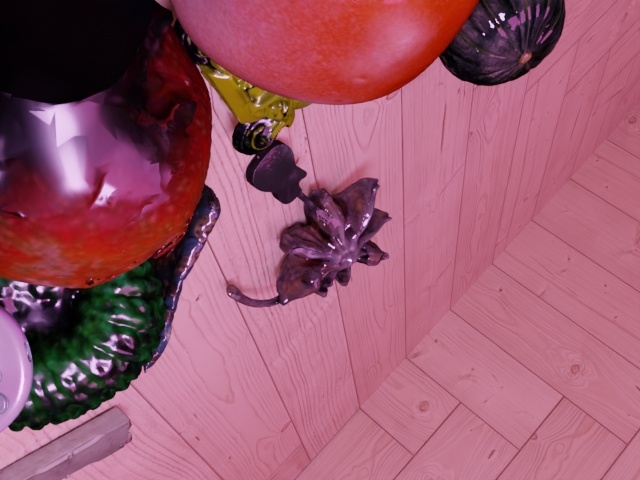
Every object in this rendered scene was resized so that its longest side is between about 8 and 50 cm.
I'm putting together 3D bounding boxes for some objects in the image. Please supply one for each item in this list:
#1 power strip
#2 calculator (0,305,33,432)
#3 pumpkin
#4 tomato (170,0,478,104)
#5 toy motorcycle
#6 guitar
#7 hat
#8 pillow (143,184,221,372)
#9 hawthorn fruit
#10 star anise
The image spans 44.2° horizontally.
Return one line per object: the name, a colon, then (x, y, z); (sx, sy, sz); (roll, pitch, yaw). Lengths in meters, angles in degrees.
power strip: (-0.444, 0.375, 1.340); (0.286, 0.048, 0.080); (-26, 144, -45)
calculator: (-0.446, 0.150, 0.820); (0.299, 0.185, 0.041); (-15, -178, 3)
pumpkin: (0.321, -0.405, 1.440); (0.250, 0.216, 0.250); (-20, 172, -3)
tomato: (0.001, -0.279, 0.730); (0.321, 0.321, 0.321); (-41, 154, -25)
toy motorcycle: (-0.068, -0.242, 1.032); (0.206, 0.142, 0.342); (-50, 158, -8)
guitar: (-0.041, -0.085, 1.359); (0.088, 0.025, 0.233); (-52, 137, -3)
hat: (-0.332, 0.108, 1.010); (0.274, 0.242, 0.332); (-21, 173, -11)
pillow: (-0.211, 0.036, 1.091); (0.034, 0.189, 0.255); (20, 98, -25)
hawthorn fruit: (-0.237, -0.102, 0.749); (0.316, 0.316, 0.316); (-41, 154, -25)
star anise: (0.000, 0.000, 1.545); (0.359, 0.139, 0.316); (14, 105, -48)
